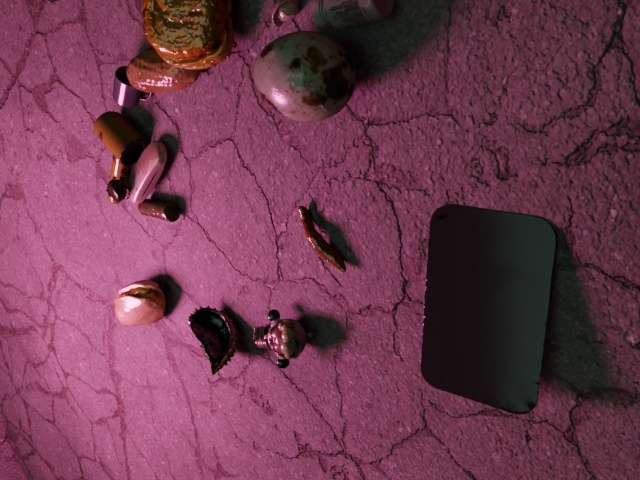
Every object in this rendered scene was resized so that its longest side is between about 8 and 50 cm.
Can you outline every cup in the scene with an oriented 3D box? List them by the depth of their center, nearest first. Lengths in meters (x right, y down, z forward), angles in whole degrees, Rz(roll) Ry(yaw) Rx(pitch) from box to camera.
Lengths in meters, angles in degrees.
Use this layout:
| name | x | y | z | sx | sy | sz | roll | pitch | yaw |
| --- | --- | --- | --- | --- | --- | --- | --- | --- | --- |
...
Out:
| name | x | y | z | sx | sy | sz | roll | pitch | yaw |
| --- | --- | --- | --- | --- | --- | --- | --- | --- | --- |
| cup | -0.479 | -0.385 | 1.681 | 0.100 | 0.078 | 0.077 | 25 | 135 | -7 |

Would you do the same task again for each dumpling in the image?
| name | x | y | z | sx | sy | sz | roll | pitch | yaw |
| --- | --- | --- | --- | --- | --- | --- | --- | --- | --- |
| dumpling | -0.073 | -0.456 | 1.303 | 0.077 | 0.059 | 0.043 | -15 | 109 | 47 |

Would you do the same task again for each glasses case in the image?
| name | x | y | z | sx | sy | sz | roll | pitch | yaw |
| --- | --- | --- | --- | --- | --- | --- | --- | --- | --- |
| glasses case | -0.462 | -0.180 | 1.752 | 0.204 | 0.051 | 0.081 | -49 | 54 | 35 |

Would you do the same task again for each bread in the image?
| name | x | y | z | sx | sy | sz | roll | pitch | yaw |
| --- | --- | --- | --- | --- | --- | --- | --- | --- | --- |
| bread | -0.283 | -0.487 | 1.407 | 0.198 | 0.120 | 0.236 | 1 | 102 | 19 |

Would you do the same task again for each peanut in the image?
| name | x | y | z | sx | sy | sz | roll | pitch | yaw |
| --- | --- | --- | --- | --- | --- | --- | --- | --- | --- |
| peanut | -0.372 | -0.404 | 1.557 | 0.226 | 0.095 | 0.108 | 9 | 103 | 35 |

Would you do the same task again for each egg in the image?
| name | x | y | z | sx | sy | sz | roll | pitch | yaw |
| --- | --- | --- | --- | --- | --- | --- | --- | --- | --- |
| egg | -0.037 | -0.315 | 1.260 | 0.231 | 0.169 | 0.169 | 23 | 123 | 39 |

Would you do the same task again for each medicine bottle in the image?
| name | x | y | z | sx | sy | sz | roll | pitch | yaw |
| --- | --- | --- | --- | --- | --- | --- | --- | --- | --- |
| medicine bottle | 0.057 | -0.427 | 1.191 | 0.140 | 0.079 | 0.079 | 1 | 110 | 41 |

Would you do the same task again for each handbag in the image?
| name | x | y | z | sx | sy | sz | roll | pitch | yaw |
| --- | --- | --- | --- | --- | --- | --- | --- | --- | --- |
| handbag | -0.552 | -0.137 | 1.786 | 0.072 | 0.047 | 0.111 | 60 | 155 | -7 |

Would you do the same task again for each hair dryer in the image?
| name | x | y | z | sx | sy | sz | roll | pitch | yaw |
| --- | --- | --- | --- | --- | --- | --- | --- | --- | --- |
| hair dryer | -0.565 | -0.215 | 1.824 | 0.135 | 0.090 | 0.278 | 43 | 137 | 17 |

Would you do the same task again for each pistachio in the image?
| name | x | y | z | sx | sy | sz | roll | pitch | yaw |
| --- | --- | --- | --- | --- | --- | --- | --- | --- | --- |
| pistachio | -0.526 | 0.184 | 1.946 | 0.200 | 0.117 | 0.145 | -28 | 127 | 37 |

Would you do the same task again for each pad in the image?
| name | x | y | z | sx | sy | sz | roll | pitch | yaw |
| --- | --- | --- | --- | --- | --- | --- | --- | --- | --- |
| pad | 0.345 | 0.129 | 1.232 | 0.315 | 0.063 | 0.375 | 13 | 106 | 37 |

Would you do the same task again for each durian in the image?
| name | x | y | z | sx | sy | sz | roll | pitch | yaw |
| --- | --- | --- | --- | --- | --- | --- | --- | --- | --- |
| durian | -0.274 | 0.264 | 1.790 | 0.186 | 0.119 | 0.108 | 58 | 173 | 20 |

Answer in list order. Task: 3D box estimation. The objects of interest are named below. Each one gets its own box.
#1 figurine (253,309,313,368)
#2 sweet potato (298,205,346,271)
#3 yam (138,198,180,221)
| name | x | y | z | sx | sy | sz | roll | pitch | yaw |
| --- | --- | --- | --- | --- | --- | --- | --- | --- | --- |
| figurine | -0.106 | 0.241 | 1.618 | 0.197 | 0.093 | 0.147 | -11 | 91 | 44 |
| sweet potato | -0.003 | 0.002 | 1.459 | 0.179 | 0.044 | 0.044 | 52 | 133 | 10 |
| yam | -0.441 | -0.085 | 1.789 | 0.132 | 0.054 | 0.054 | 12 | 116 | 38 |
